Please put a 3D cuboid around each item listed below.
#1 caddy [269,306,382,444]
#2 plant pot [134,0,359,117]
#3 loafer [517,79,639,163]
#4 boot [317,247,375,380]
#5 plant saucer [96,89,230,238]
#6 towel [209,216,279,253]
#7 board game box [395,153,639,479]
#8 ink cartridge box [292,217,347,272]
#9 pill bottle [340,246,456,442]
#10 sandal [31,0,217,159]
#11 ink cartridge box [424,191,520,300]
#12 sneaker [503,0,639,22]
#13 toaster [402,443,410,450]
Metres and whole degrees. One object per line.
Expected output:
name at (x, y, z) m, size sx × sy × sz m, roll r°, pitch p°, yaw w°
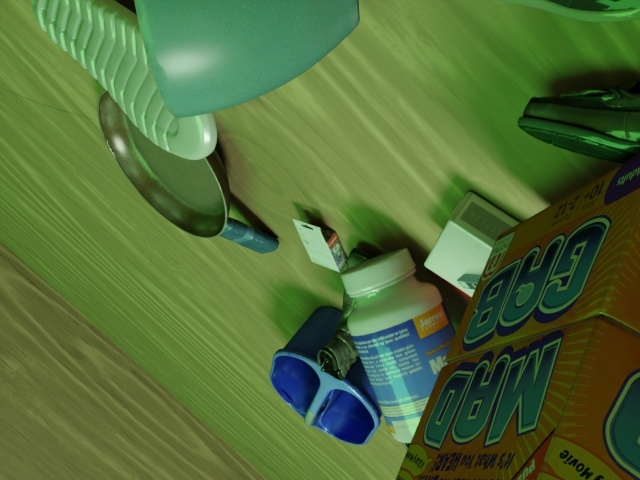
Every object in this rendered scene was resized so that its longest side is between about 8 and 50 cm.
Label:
caddy at (0.022, 0.284, 1.844) m, size 0.241 × 0.179 × 0.341 m, roll 33°, pitch 155°, yaw 9°
plant pot at (-0.063, -0.277, 0.938) m, size 0.195 × 0.290 × 0.290 m, roll -5°, pitch 146°, yaw 4°
loafer at (0.321, -0.115, 0.907) m, size 0.267 × 0.084 × 0.096 m, roll 20°, pitch -179°, yaw 41°
boot at (0.054, 0.135, 1.562) m, size 0.083 × 0.161 × 0.246 m, roll 27°, pitch 153°, yaw 23°
plant saucer at (-0.258, -0.140, 1.600) m, size 0.310 × 0.050 × 0.310 m, roll 33°, pitch 149°, yaw 23°
towel at (-0.135, -0.012, 1.677) m, size 0.119 × 0.029 × 0.067 m, roll 26°, pitch 160°, yaw -31°
board game box at (0.337, 0.182, 0.933) m, size 0.356 × 0.356 × 0.356 m, roll 28°, pitch 161°, yaw -5°
ink cartridge box at (0.000, 0.000, 1.563) m, size 0.063 × 0.029 × 0.115 m, roll 19°, pitch 149°, yaw 35°
pill bottle at (0.132, 0.155, 1.430) m, size 0.152 × 0.152 × 0.272 m, roll -16°, pitch 96°, yaw 60°
sandal at (-0.272, -0.286, 1.365) m, size 0.416 × 0.102 × 0.169 m, roll 43°, pitch 143°, yaw 18°
ink cartridge box at (0.282, 0.090, 1.300) m, size 0.296 × 0.066 × 0.261 m, roll 34°, pitch 154°, yaw 9°
sneaker at (0.209, -0.256, 0.781) m, size 0.222 × 0.083 × 0.118 m, roll 18°, pitch 148°, yaw 39°
toaster at (0.234, 0.312, 1.632) m, size 0.110 × 0.185 × 0.168 m, roll 37°, pitch 163°, yaw 7°
